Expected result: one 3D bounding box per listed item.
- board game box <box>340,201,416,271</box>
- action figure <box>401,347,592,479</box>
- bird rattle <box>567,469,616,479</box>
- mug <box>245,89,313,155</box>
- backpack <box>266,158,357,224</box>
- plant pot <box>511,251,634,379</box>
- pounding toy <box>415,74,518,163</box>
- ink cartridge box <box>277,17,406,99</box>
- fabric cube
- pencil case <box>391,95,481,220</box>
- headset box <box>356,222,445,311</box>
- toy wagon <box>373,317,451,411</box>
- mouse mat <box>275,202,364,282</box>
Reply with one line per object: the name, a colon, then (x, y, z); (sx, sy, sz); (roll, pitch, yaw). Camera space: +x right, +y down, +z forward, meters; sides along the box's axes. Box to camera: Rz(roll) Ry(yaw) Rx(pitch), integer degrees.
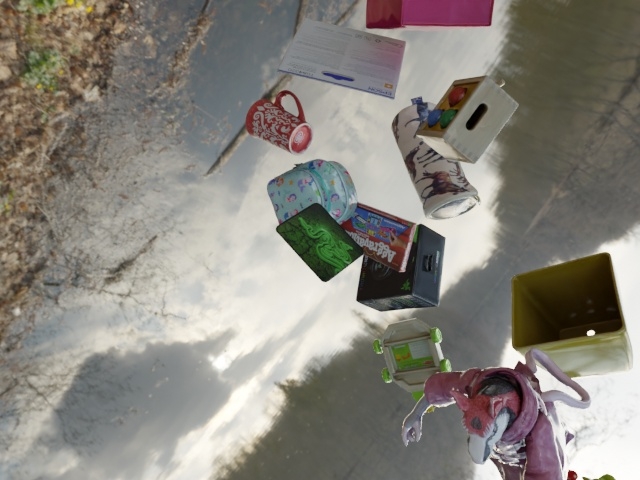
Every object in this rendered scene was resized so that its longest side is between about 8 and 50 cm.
board game box: (0.158, -0.022, 1.412); (0.027, 0.281, 0.145); (-1, 109, -40)
action figure: (0.278, 0.256, 0.640); (0.276, 0.248, 0.370); (-44, 137, -4)
bird rattle: (0.764, 0.775, 1.393); (0.253, 0.143, 0.207); (-31, -145, 53)
mug: (-0.105, -0.320, 1.275); (0.113, 0.169, 0.150); (-18, 132, -44)
backpack: (-0.024, -0.130, 1.440); (0.254, 0.225, 0.191); (-20, 176, 19)
plant pot: (0.560, 0.186, 1.026); (0.212, 0.187, 0.212); (-22, -148, 36)
pounding toy: (0.267, -0.255, 0.895); (0.181, 0.094, 0.206); (-55, -163, 6)
ink cartridge box: (0.068, -0.507, 1.354); (0.071, 0.324, 0.330); (102, 3, -51)
fabric cube: (0.282, -0.689, 1.226); (0.254, 0.258, 0.259); (-4, 112, -12)
pencil case: (0.358, -0.251, 1.475); (0.183, 0.410, 0.160); (-31, 148, 29)
headset box: (0.276, 0.098, 1.585); (0.131, 0.283, 0.246); (26, 66, -31)
toy wagon: (0.357, 0.476, 1.790); (0.267, 0.344, 0.068); (-19, 176, 32)
mouse mat: (0.000, 0.000, 1.171); (0.153, 0.189, 0.007); (-35, 166, -31)
